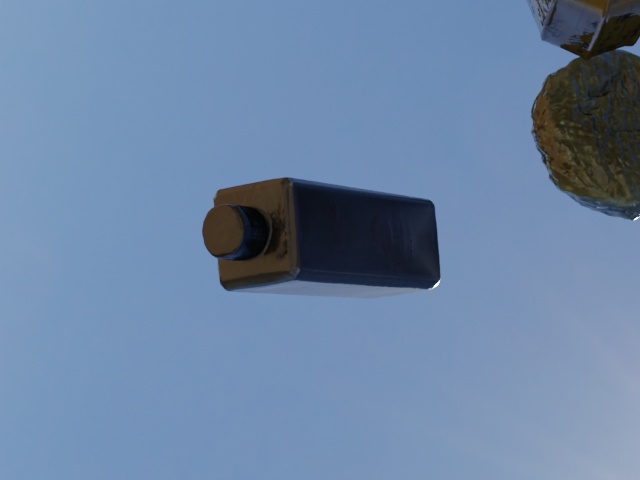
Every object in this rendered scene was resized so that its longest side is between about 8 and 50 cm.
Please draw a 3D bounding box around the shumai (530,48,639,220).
[{"bbox_3d":[0.348,-0.097,1.974,0.272,0.222,0.204,-34,164,-42],"label":"shumai"}]

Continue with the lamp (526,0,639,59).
[{"bbox_3d":[0.311,-0.298,1.766,0.185,0.161,0.161,79,22,-75],"label":"lamp"}]

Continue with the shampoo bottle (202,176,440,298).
[{"bbox_3d":[0.000,0.000,1.226,0.079,0.246,0.080,-11,-99,35],"label":"shampoo bottle"}]
